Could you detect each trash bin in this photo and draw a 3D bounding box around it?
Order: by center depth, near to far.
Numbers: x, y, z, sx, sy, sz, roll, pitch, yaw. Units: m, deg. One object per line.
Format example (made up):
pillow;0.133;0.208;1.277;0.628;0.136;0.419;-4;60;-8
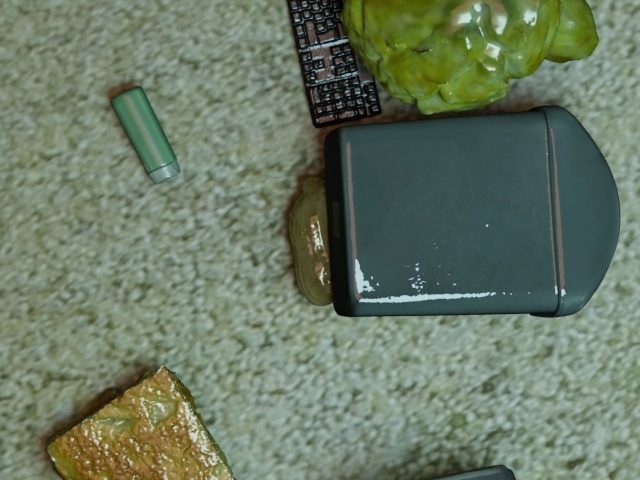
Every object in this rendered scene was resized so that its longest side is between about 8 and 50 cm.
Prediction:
trash bin;0.127;-0.020;1.397;0.236;0.101;0.176;-4;90;-11

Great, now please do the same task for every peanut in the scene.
peanut;0.000;0.000;1.441;0.054;0.054;0.113;-4;90;0

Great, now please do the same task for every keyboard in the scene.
keyboard;0.003;-0.202;1.450;0.061;0.013;0.204;-12;92;1

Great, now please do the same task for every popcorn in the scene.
popcorn;0.124;-0.190;1.380;0.212;0.198;0.198;-2;92;-26

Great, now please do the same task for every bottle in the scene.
bottle;-0.149;-0.090;1.445;0.030;0.030;0.083;-27;93;1

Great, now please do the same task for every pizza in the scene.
pizza;-0.143;0.173;1.446;0.175;0.046;0.134;23;93;-2

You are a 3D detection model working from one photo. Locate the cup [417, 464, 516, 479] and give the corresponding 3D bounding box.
cup;0.083;0.330;1.400;0.301;0.227;0.257;-17;78;29
